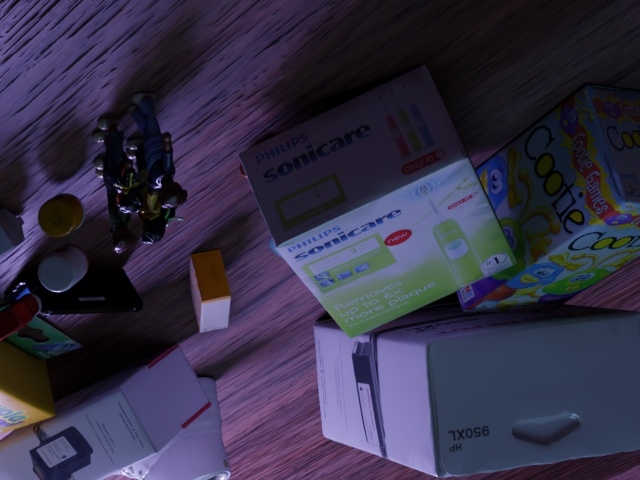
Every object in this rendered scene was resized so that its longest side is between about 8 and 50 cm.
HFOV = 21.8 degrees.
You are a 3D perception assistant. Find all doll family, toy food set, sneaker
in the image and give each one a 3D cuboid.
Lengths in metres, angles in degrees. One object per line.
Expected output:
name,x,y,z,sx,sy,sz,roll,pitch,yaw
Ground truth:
doll family,-0.170,-0.054,1.563,0.076,0.111,0.193,-11,157,-9
toy food set,-0.322,0.032,1.697,0.232,0.111,0.104,-32,-175,13
sneaker,-0.254,0.318,2.319,0.292,0.169,0.108,-26,157,29

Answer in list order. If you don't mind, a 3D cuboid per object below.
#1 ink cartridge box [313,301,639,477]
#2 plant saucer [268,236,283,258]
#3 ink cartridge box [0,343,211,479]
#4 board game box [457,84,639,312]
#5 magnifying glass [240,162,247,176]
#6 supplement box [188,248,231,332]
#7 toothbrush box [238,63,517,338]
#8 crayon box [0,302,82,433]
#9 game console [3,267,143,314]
ink cartridge box,0.192,0.172,2.063,0.285,0.166,0.395,-7,-177,-19
plant saucer,0.000,0.000,1.917,0.119,0.021,0.119,-13,158,-5
ink cartridge box,-0.285,0.242,2.123,0.237,0.100,0.172,-27,-176,25
board game box,0.274,-0.038,1.842,0.144,0.142,0.275,2,152,-36
magnifying glass,-0.002,-0.059,1.774,0.092,0.026,0.231,-29,153,30
supplement box,-0.129,0.059,1.922,0.036,0.062,0.098,-12,157,-11
toothbrush box,0.066,-0.031,1.711,0.206,0.122,0.283,-25,152,5
crayon box,-0.462,0.185,1.984,0.323,0.083,0.203,-19,158,9
game console,-0.275,0.070,1.848,0.122,0.107,0.071,-1,126,-31
